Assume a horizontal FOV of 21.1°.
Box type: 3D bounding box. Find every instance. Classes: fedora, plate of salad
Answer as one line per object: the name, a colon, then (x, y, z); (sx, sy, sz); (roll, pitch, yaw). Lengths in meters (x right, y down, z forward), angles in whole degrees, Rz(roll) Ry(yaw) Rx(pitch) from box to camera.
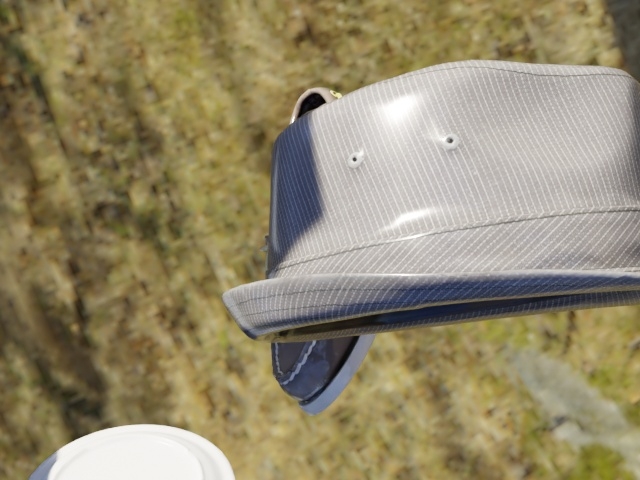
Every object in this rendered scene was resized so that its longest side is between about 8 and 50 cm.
fedora: (0.081, -0.021, 0.876); (0.275, 0.243, 0.124); (-8, 84, 26)
plate of salad: (-0.175, 0.240, 1.559); (0.200, 0.200, 0.048); (27, 135, 38)

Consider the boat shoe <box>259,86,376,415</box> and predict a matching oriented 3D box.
boat shoe: (0.000, 0.000, 1.409); (0.096, 0.324, 0.116); (34, 133, -21)
